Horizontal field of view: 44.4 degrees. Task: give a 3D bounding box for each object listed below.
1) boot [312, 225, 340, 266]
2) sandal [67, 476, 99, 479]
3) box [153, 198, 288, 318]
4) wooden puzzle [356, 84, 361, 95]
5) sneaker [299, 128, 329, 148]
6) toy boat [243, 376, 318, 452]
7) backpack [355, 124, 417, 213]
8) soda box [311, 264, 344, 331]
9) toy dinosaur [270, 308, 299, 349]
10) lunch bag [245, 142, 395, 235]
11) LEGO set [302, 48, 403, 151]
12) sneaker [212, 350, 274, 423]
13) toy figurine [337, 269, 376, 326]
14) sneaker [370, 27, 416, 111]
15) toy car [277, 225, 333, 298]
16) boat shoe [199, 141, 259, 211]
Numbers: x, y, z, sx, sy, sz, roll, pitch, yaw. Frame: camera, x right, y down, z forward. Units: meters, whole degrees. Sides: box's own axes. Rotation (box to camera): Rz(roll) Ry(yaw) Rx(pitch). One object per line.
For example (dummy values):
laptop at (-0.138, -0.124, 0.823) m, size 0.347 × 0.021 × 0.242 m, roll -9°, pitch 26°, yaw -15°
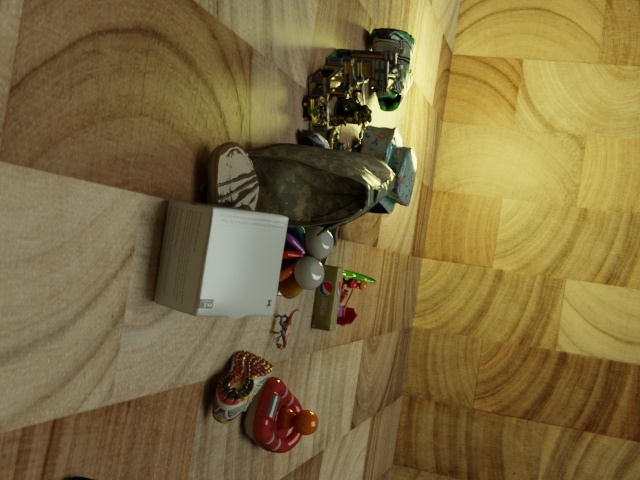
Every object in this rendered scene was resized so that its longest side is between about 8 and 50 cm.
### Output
boot at (0.000, 0.000, 2.044) m, size 0.198 × 0.077 × 0.137 m, roll 70°, pitch 37°, yaw -54°
sandal at (-0.305, 0.521, 1.237) m, size 0.445 × 0.107 × 0.167 m, roll 76°, pitch 28°, yaw -52°
box at (-0.167, 0.032, 1.330) m, size 0.181 × 0.119 × 0.181 m, roll 6°, pitch 94°, yaw -49°
wooden puzzle at (0.109, -0.454, 2.285) m, size 0.083 × 0.006 × 0.049 m, roll 34°, pitch 66°, yaw -71°
sneaker at (-0.019, -0.186, 1.903) m, size 0.077 × 0.072 × 0.178 m, roll -57°, pitch 146°, yaw -32°
toy boat at (-0.077, 0.421, 1.848) m, size 0.231 × 0.151 × 0.151 m, roll 66°, pitch 36°, yaw -60°
backpack at (0.191, -0.221, 2.380) m, size 0.225 × 0.191 × 0.253 m, roll 35°, pitch 60°, yaw -70°
soda box at (0.020, 0.161, 2.198) m, size 0.061 × 0.058 × 0.181 m, roll 4°, pitch 93°, yaw -73°
toy dinosaur at (-0.087, 0.216, 1.872) m, size 0.047 × 0.090 × 0.082 m, roll 23°, pitch 43°, yaw -57°
lunch bag at (0.001, -0.107, 1.627) m, size 0.235 × 0.287 × 0.168 m, roll -34°, pitch 130°, yaw -68°
LEGO set at (0.100, -0.354, 1.986) m, size 0.331 × 0.192 × 0.254 m, roll -45°, pitch 140°, yaw -62°
sneaker at (-0.171, 0.303, 1.644) m, size 0.092 × 0.088 × 0.225 m, roll -66°, pitch 169°, yaw 22°
toy figurine at (0.068, 0.174, 2.304) m, size 0.173 × 0.130 × 0.159 m, roll 11°, pitch 97°, yaw -51°
sneaker at (0.220, -0.519, 2.399) m, size 0.343 × 0.134 × 0.146 m, roll 65°, pitch 37°, yaw -61°
toy car at (-0.070, 0.032, 1.755) m, size 0.136 × 0.159 × 0.182 m, roll 36°, pitch 56°, yaw -29°
boat shoe at (-0.173, -0.051, 1.464) m, size 0.105 × 0.089 × 0.285 m, roll -28°, pitch 126°, yaw -37°
